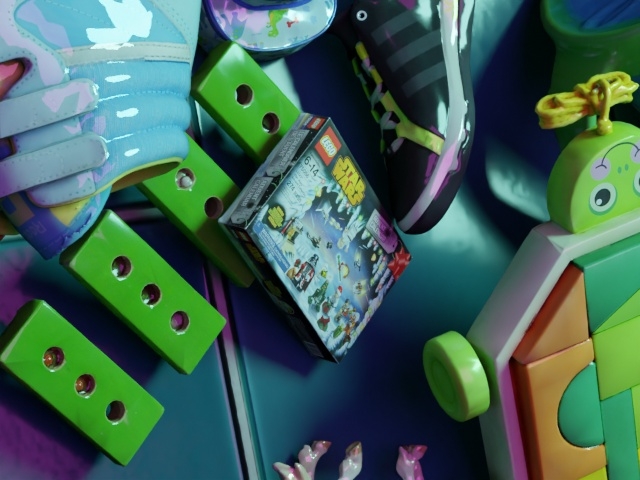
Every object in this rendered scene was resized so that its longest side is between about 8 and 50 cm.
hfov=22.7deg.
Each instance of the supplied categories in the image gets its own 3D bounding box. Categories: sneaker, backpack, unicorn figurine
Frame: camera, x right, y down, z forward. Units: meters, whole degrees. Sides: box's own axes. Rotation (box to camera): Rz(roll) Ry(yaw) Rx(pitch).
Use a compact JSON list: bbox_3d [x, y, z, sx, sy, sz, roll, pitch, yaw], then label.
[{"bbox_3d":[-0.198,-0.096,0.801,0.319,0.127,0.208,2,80,-26],"label":"sneaker"},{"bbox_3d":[-0.040,-0.174,1.013,0.105,0.084,0.114,-13,91,-25],"label":"backpack"},{"bbox_3d":[0.044,0.186,1.020,0.162,0.060,0.111,3,80,-10],"label":"unicorn figurine"},{"bbox_3d":[0.045,-0.117,1.060,0.097,0.084,0.235,8,72,-15],"label":"sneaker"}]

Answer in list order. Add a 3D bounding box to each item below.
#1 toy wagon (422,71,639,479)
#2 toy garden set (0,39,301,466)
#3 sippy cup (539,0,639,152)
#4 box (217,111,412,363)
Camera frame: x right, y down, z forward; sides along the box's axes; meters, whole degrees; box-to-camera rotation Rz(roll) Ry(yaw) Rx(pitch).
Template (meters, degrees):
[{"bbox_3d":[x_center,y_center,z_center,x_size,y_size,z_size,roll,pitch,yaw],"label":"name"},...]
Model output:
[{"bbox_3d":[0.197,0.062,1.029,0.267,0.068,0.344,-21,120,-18],"label":"toy wagon"},{"bbox_3d":[-0.126,-0.025,0.954,0.204,0.049,0.244,46,66,-28],"label":"toy garden set"},{"bbox_3d":[0.311,-0.144,1.122,0.224,0.305,0.240,47,24,-24],"label":"sippy cup"},{"bbox_3d":[0.000,0.000,1.004,0.094,0.027,0.137,-55,135,-23],"label":"box"}]
